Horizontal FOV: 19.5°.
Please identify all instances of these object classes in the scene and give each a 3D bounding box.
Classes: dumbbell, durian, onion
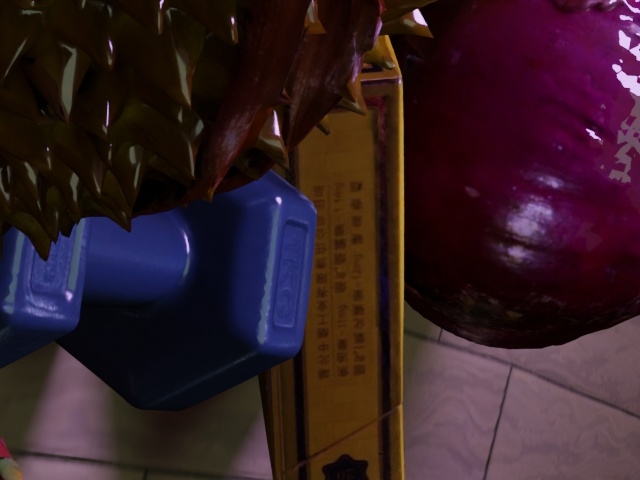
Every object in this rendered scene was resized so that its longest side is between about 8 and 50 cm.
[{"bbox_3d":[-0.122,0.000,0.880,0.143,0.156,0.316,-56,158,8],"label":"dumbbell"},{"bbox_3d":[-0.103,-0.170,0.617,0.384,0.348,0.347,-65,156,-9],"label":"durian"},{"bbox_3d":[0.220,-0.058,1.356,0.348,0.385,0.347,-51,159,-28],"label":"onion"}]

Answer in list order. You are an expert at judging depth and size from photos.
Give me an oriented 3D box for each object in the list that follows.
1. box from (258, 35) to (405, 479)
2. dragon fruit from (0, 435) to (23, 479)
[{"bbox_3d":[0.000,0.000,1.142,0.193,0.084,0.301,-100,-173,-60],"label":"box"},{"bbox_3d":[-0.183,0.120,0.875,0.116,0.086,0.081,76,29,-42],"label":"dragon fruit"}]
